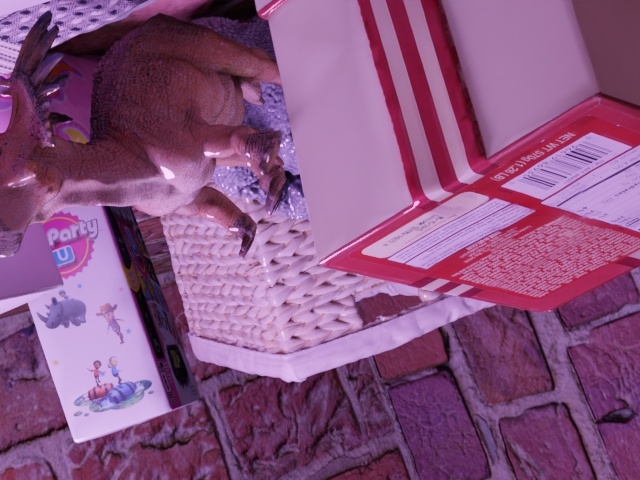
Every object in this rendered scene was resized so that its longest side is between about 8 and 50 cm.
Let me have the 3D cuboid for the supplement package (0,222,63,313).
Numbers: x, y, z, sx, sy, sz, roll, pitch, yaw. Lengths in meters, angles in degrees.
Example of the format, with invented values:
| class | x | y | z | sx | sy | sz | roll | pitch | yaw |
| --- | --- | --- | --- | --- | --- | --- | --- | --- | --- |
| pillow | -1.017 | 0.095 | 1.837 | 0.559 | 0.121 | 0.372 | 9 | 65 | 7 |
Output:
| class | x | y | z | sx | sy | sz | roll | pitch | yaw |
| --- | --- | --- | --- | --- | --- | --- | --- | --- | --- |
| supplement package | -0.305 | -0.022 | 1.366 | 0.105 | 0.179 | 0.105 | -23 | 175 | 26 |

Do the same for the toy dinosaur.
| class | x | y | z | sx | sy | sz | roll | pitch | yaw |
| --- | --- | --- | --- | --- | --- | --- | --- | --- | --- |
| toy dinosaur | -0.112 | -0.091 | 1.106 | 0.295 | 0.200 | 0.127 | -59 | 174 | -57 |

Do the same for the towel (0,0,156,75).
| class | x | y | z | sx | sy | sz | roll | pitch | yaw |
| --- | --- | --- | --- | --- | --- | --- | --- | --- | --- |
| towel | -0.196 | -0.154 | 1.049 | 0.312 | 0.056 | 0.324 | -22 | 176 | 23 |

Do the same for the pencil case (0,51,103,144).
| class | x | y | z | sx | sy | sz | roll | pitch | yaw |
| --- | --- | --- | --- | --- | --- | --- | --- | --- | --- |
| pencil case | -0.196 | -0.095 | 1.369 | 0.124 | 0.124 | 0.284 | -23 | 177 | 26 |

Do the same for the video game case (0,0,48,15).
| class | x | y | z | sx | sy | sz | roll | pitch | yaw |
| --- | --- | --- | --- | --- | --- | --- | --- | --- | --- |
| video game case | -0.115 | -0.192 | 0.750 | 0.300 | 0.036 | 0.329 | -20 | 166 | -14 |

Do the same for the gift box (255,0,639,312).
| class | x | y | z | sx | sy | sz | roll | pitch | yaw |
| --- | --- | --- | --- | --- | --- | --- | --- | --- | --- |
| gift box | 0.115 | -0.132 | 1.007 | 0.255 | 0.258 | 0.276 | -29 | 149 | 33 |

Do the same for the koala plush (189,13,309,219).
| class | x | y | z | sx | sy | sz | roll | pitch | yaw |
| --- | --- | --- | --- | --- | --- | --- | --- | --- | --- |
| koala plush | 0.008 | -0.139 | 1.384 | 0.221 | 0.196 | 0.203 | -18 | 167 | 28 |

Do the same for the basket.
| class | x | y | z | sx | sy | sz | roll | pitch | yaw |
| --- | --- | --- | --- | --- | --- | --- | --- | --- | --- |
| basket | 0.000 | 0.000 | 2.162 | 0.328 | 0.266 | 0.331 | -19 | -172 | -25 |

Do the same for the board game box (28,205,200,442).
| class | x | y | z | sx | sy | sz | roll | pitch | yaw |
| --- | --- | --- | --- | --- | --- | --- | --- | --- | --- |
| board game box | -0.217 | 0.028 | 1.575 | 0.097 | 0.303 | 0.224 | -21 | 176 | 0 |
